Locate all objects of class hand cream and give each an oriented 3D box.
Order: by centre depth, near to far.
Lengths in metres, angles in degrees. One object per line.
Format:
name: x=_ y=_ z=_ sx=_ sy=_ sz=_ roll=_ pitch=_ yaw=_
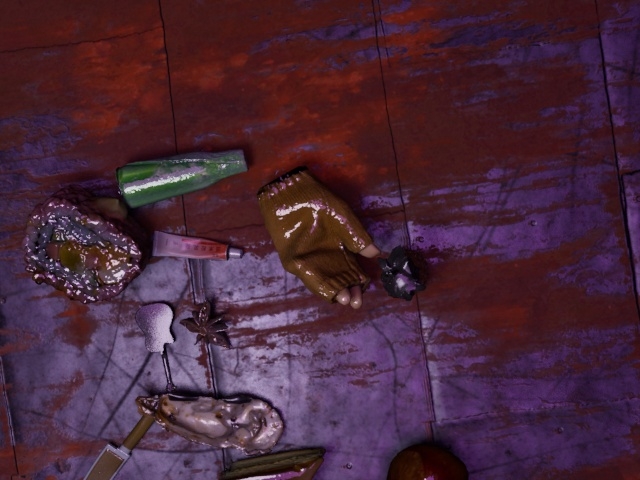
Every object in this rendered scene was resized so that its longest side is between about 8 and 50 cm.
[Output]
hand cream: x=-0.287 y=0.017 z=1.684 sx=0.216 sy=0.038 sz=0.052 roll=6 pitch=63 yaw=6

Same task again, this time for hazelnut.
hazelnut: x=0.233 y=0.551 z=1.603 sx=0.178 sy=0.178 sz=0.203 roll=10 pitch=95 yaw=2

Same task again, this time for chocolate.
chocolate: x=-0.311 y=-0.153 z=1.653 sx=0.291 sy=0.110 sz=0.110 roll=-13 pitch=89 yaw=0

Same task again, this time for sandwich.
sandwich: x=-0.097 y=0.544 z=1.619 sx=0.236 sy=0.122 sz=0.128 roll=-11 pitch=101 yaw=4

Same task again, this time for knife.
knife: x=-0.479 y=0.498 z=1.690 sx=0.061 sy=0.027 sz=0.343 roll=36 pitch=94 yaw=-9

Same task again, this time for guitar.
guitar: x=-0.370 y=0.259 z=1.688 sx=0.088 sy=0.025 sz=0.233 roll=-11 pitch=89 yaw=1

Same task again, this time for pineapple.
pineapple: x=0.176 y=0.072 z=1.562 sx=0.119 sy=0.237 sz=0.111 roll=38 pitch=98 yaw=7

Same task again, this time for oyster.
oyster: x=-0.254 y=0.404 z=1.660 sx=0.345 sy=0.078 sz=0.128 roll=12 pitch=90 yaw=-5

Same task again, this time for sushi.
sushi: x=-0.507 y=0.001 z=1.610 sx=0.270 sy=0.171 sz=0.236 roll=27 pitch=108 yaw=-3

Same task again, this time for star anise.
star anise: x=-0.253 y=0.207 z=1.671 sx=0.129 sy=0.056 sz=0.124 roll=46 pitch=117 yaw=-2

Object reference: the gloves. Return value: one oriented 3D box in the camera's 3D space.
gloves: x=-0.003 y=-0.003 z=1.608 sx=0.203 sy=0.155 sz=0.356 roll=-29 pitch=73 yaw=-5
